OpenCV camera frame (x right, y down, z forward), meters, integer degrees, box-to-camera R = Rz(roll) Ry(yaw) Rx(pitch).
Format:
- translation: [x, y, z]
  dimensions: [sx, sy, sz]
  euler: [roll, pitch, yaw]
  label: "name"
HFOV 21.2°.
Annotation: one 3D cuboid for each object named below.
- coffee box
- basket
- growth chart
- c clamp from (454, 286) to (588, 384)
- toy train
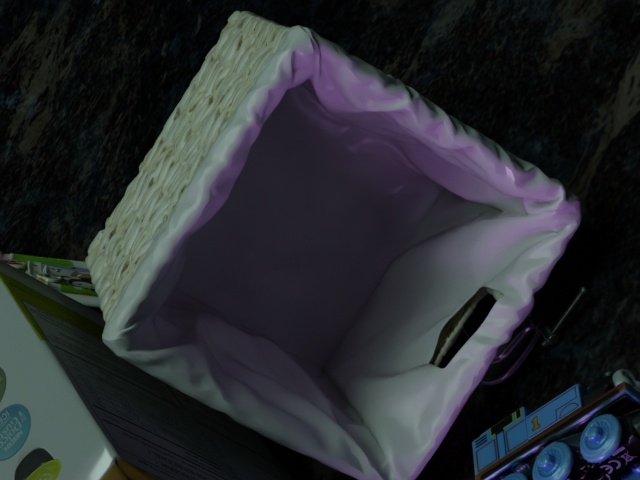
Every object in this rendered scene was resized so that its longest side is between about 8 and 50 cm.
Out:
- translation: [-0.240, 0.278, 1.563]
  dimensions: [0.337, 0.338, 0.334]
  euler: [-49, 44, 6]
  label: "coffee box"
- translation: [0.000, 0.000, 1.589]
  dimensions: [0.328, 0.331, 0.266]
  euler: [-58, 19, 5]
  label: "basket"
- translation: [-0.299, 0.053, 2.105]
  dimensions: [0.237, 0.172, 0.021]
  euler: [-151, 69, -64]
  label: "growth chart"
- translation: [0.177, 0.065, 1.611]
  dimensions: [0.137, 0.022, 0.160]
  euler: [-57, 35, 13]
  label: "c clamp"
- translation: [0.209, 0.177, 1.434]
  dimensions: [0.184, 0.080, 0.105]
  euler: [-39, 33, 28]
  label: "toy train"
